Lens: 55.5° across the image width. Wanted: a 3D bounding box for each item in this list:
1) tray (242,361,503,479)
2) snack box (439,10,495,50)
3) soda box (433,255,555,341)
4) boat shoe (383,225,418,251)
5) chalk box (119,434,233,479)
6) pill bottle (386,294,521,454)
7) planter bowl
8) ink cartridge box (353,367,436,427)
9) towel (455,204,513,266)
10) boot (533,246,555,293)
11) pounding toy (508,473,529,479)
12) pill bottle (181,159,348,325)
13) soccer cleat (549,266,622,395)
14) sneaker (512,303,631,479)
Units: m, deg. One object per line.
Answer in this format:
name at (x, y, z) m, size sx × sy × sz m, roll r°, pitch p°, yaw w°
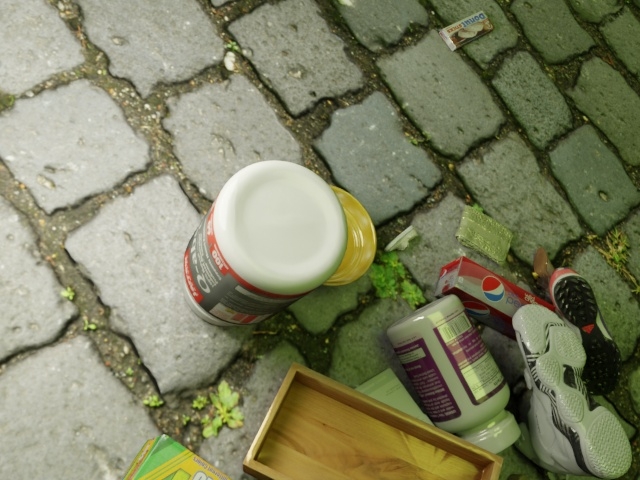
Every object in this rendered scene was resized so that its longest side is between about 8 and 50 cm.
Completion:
tray at (0.092, 0.398, 1.075) m, size 0.411 × 0.076 × 0.203 m, roll 23°, pitch 57°, yaw 8°
snack box at (0.408, -0.583, 1.688) m, size 0.178 × 0.022 × 0.064 m, roll -33°, pitch 85°, yaw -29°
soda box at (0.395, 0.138, 1.373) m, size 0.263 × 0.092 × 0.083 m, roll 28°, pitch 61°, yaw -12°
boat shoe at (0.183, 0.004, 1.366) m, size 0.100 × 0.035 × 0.035 m, roll -36°, pitch 85°, yaw -36°
chalk box at (-0.261, 0.468, 0.913) m, size 0.180 × 0.179 × 0.289 m, roll 36°, pitch 61°, yaw -7°
pill bottle at (0.272, 0.276, 1.226) m, size 0.169 × 0.169 × 0.301 m, roll -24°, pitch 82°, yaw -29°
planter bowl at (0.000, 0.000, 1.253) m, size 0.217 × 0.090 × 0.217 m, roll 8°, pitch 69°, yaw -21°
ink cartridge box at (0.097, 0.411, 1.163) m, size 0.275 × 0.060 × 0.239 m, roll -24°, pitch 61°, yaw -28°
towel at (0.397, -0.014, 1.469) m, size 0.148 × 0.027 × 0.110 m, roll 29°, pitch 61°, yaw -11°
boot at (0.575, 0.083, 1.507) m, size 0.087 × 0.042 × 0.118 m, roll 19°, pitch 66°, yaw -23°
pounding toy at (0.452, 0.580, 1.233) m, size 0.181 × 0.094 × 0.206 m, roll -14°, pitch 78°, yaw -27°
pill bottle at (-0.117, 0.029, 1.034) m, size 0.210 × 0.363 × 0.210 m, roll 8°, pitch 68°, yaw -21°
soccer cleat at (0.620, 0.210, 1.431) m, size 0.116 × 0.108 × 0.318 m, roll -55°, pitch 123°, yaw -71°
sneaker at (0.472, 0.330, 1.280) m, size 0.137 × 0.210 × 0.366 m, roll -10°, pitch 64°, yaw -26°
